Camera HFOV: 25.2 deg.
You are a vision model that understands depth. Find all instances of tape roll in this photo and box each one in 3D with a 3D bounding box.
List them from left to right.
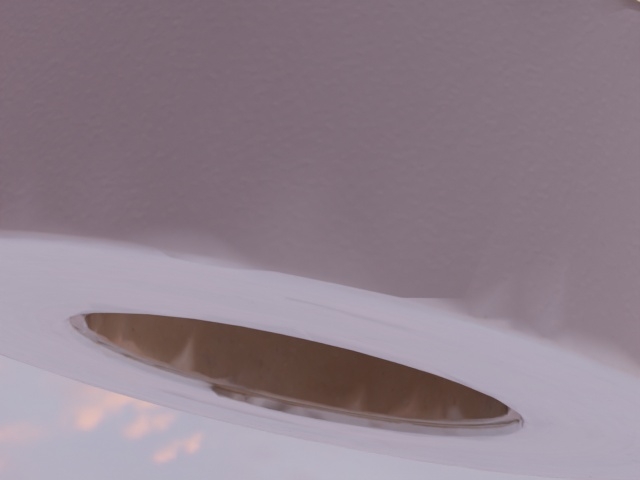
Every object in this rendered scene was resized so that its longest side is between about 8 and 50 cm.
[{"bbox_3d":[0.000,0.000,0.472,0.286,0.100,0.286,11,166,3],"label":"tape roll"}]
